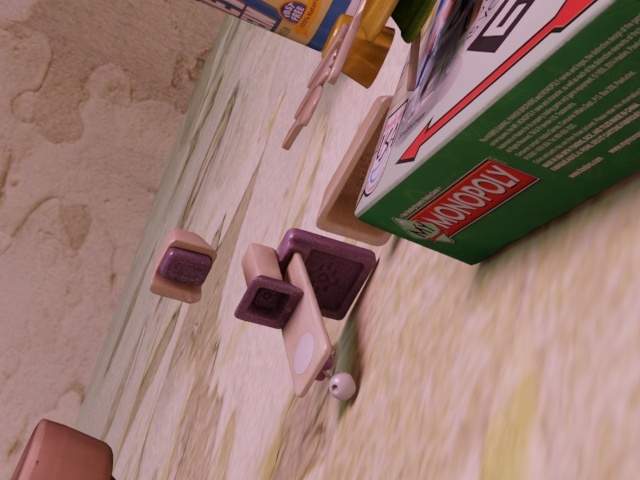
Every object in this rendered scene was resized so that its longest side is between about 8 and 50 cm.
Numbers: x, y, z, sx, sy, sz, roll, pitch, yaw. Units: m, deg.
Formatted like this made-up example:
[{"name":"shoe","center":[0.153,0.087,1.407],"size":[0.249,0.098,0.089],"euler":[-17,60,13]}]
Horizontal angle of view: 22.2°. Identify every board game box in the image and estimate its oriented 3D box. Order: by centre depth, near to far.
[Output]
[{"name":"board game box","center":[0.098,-0.125,0.385],"size":[0.317,0.046,0.213],"euler":[139,151,-72]}]

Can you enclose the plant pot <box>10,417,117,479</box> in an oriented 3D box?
[{"name":"plant pot","center":[-0.097,0.194,0.592],"size":[0.237,0.110,0.237],"euler":[-157,90,-82]}]

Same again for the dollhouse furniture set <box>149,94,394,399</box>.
[{"name":"dollhouse furniture set","center":[0.000,0.000,0.618],"size":[0.114,0.091,0.081],"euler":[-60,26,27]}]

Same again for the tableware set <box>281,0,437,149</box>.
[{"name":"tableware set","center":[0.030,-0.087,0.494],"size":[0.154,0.024,0.104],"euler":[129,164,-68]}]

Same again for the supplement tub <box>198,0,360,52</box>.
[{"name":"supplement tub","center":[-0.044,-0.208,0.969],"size":[0.144,0.200,0.144],"euler":[-158,90,-82]}]
